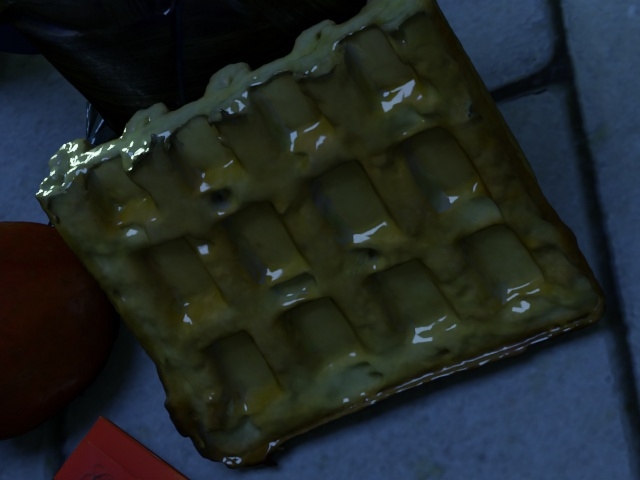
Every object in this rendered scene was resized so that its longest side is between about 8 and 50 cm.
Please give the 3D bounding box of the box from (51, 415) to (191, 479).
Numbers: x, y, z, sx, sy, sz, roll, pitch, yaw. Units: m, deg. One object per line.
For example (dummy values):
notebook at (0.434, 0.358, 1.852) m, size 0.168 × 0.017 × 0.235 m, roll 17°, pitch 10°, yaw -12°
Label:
box at (-0.203, 0.270, 1.472) m, size 0.139 × 0.035 × 0.245 m, roll 28°, pitch 77°, yaw 42°

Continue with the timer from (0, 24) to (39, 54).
timer at (-0.328, -0.261, 1.747) m, size 0.383 × 0.270 × 0.270 m, roll -30°, pitch 42°, yaw 50°

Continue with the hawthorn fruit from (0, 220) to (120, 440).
hawthorn fruit at (-0.253, 0.068, 1.548) m, size 0.202 × 0.185 × 0.185 m, roll -21°, pitch 48°, yaw -9°

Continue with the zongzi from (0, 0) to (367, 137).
zongzi at (-0.013, -0.181, 1.450) m, size 0.432 × 0.403 × 0.207 m, roll 0°, pitch 68°, yaw 19°

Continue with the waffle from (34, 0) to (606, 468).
waffle at (0.000, 0.000, 1.364) m, size 0.348 × 0.304 × 0.077 m, roll -23°, pitch 28°, yaw 18°

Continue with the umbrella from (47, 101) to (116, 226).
umbrella at (-0.224, -0.072, 1.713) m, size 0.044 × 0.044 × 0.269 m, roll -16°, pitch 45°, yaw 62°
